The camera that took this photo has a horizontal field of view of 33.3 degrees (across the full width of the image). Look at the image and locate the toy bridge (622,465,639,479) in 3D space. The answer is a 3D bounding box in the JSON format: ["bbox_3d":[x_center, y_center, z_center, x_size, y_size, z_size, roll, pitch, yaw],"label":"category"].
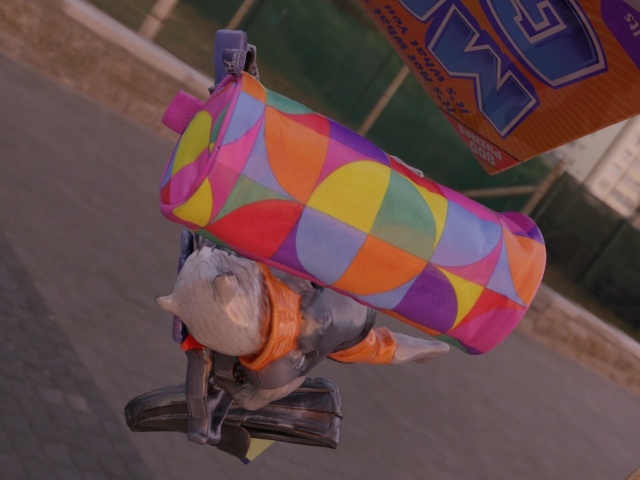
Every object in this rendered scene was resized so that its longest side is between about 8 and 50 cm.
[{"bbox_3d":[0.256,0.155,0.704,0.026,0.188,0.063,44,36,-23],"label":"toy bridge"}]

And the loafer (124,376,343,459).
[{"bbox_3d":[-0.087,0.184,1.089,0.223,0.078,0.076,-1,-19,-9],"label":"loafer"}]

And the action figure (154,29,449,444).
[{"bbox_3d":[0.000,0.000,0.888,0.178,0.342,0.330,9,15,35],"label":"action figure"}]

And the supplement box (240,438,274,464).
[{"bbox_3d":[-0.091,0.214,1.322,0.083,0.083,0.056,52,-1,-39],"label":"supplement box"}]

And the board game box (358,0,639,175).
[{"bbox_3d":[0.214,-0.316,0.805,0.356,0.356,0.356,52,-13,-3],"label":"board game box"}]

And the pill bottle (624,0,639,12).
[{"bbox_3d":[0.271,-0.255,0.421,0.224,0.392,0.224,32,11,-7],"label":"pill bottle"}]

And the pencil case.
[{"bbox_3d":[0.019,-0.016,0.635,0.236,0.104,0.104,27,10,-21],"label":"pencil case"}]
